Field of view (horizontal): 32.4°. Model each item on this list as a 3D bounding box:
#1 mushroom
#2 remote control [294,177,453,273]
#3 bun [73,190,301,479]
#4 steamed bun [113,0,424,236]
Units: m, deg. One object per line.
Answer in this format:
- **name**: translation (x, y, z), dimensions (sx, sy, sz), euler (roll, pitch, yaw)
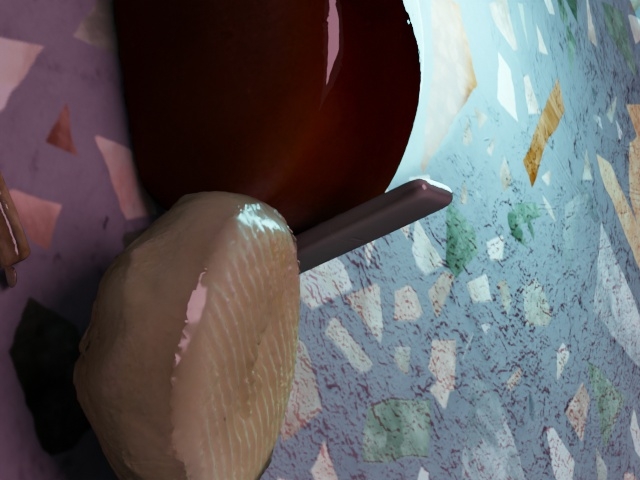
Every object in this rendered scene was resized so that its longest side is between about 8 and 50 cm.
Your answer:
- **mushroom**: translation (-0.263, -0.053, 0.852), dimensions (0.187, 0.061, 0.060), euler (67, 29, -19)
- **remote control**: translation (0.000, 0.000, 1.031), dimensions (0.067, 0.261, 0.029), euler (12, 57, -57)
- **bun**: translation (-0.112, 0.091, 0.911), dimensions (0.287, 0.146, 0.287), euler (9, 90, -76)
- **steamed bun**: translation (-0.038, -0.193, 1.060), dimensions (0.235, 0.248, 0.379), euler (5, 72, -55)
